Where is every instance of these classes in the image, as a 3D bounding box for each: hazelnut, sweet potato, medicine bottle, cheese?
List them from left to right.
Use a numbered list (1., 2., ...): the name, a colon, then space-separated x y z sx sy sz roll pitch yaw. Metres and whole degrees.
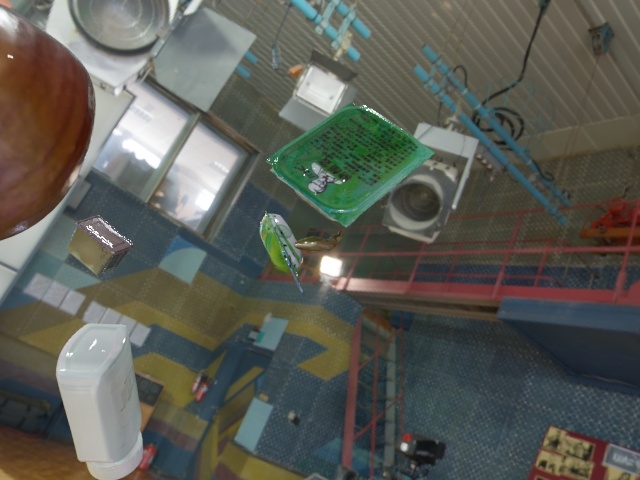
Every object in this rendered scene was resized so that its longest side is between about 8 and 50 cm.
1. hazelnut: -0.277 -0.092 0.353 0.212 0.180 0.181 27 2 -29
2. medicine bottle: -0.398 0.307 0.940 0.111 0.161 0.296 2 -58 -1
3. cheese: -0.094 0.031 1.339 0.203 0.083 0.320 67 -5 -29
4. sweet potato: 0.002 0.006 1.185 0.153 0.041 0.038 -11 7 -41

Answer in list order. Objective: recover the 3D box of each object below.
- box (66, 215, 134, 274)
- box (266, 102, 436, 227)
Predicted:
1. box: -0.373 0.010 0.854 0.085 0.063 0.060 38 18 2
2. box: 0.070 -0.170 1.224 0.264 0.337 0.106 39 -28 22
